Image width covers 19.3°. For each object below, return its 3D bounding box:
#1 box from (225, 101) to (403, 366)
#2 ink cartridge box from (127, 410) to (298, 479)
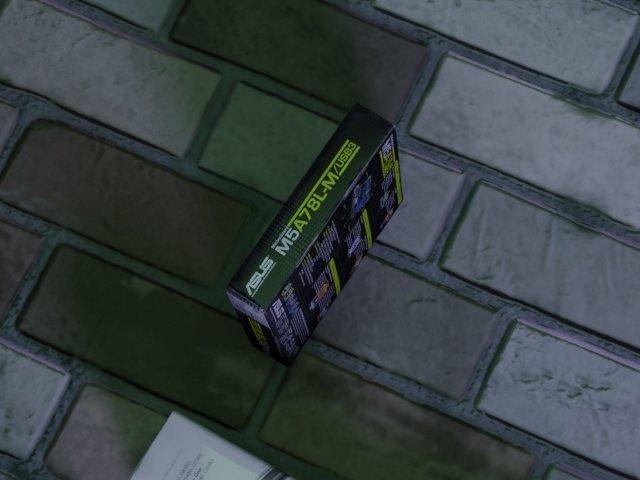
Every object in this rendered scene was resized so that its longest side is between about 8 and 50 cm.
[{"bbox_3d":[0.000,0.000,1.537,0.045,0.190,0.184,30,78,13],"label":"box"},{"bbox_3d":[-0.043,0.228,1.491,0.203,0.148,0.086,29,78,13],"label":"ink cartridge box"}]
